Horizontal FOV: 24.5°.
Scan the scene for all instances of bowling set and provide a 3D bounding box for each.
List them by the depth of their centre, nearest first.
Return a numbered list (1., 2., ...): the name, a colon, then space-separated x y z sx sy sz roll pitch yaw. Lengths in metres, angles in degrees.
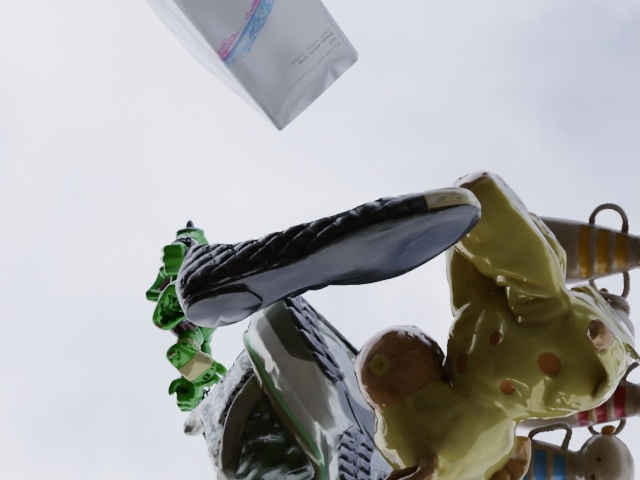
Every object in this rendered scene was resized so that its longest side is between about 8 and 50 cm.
1. bowling set: 0.177 0.122 1.055 0.154 0.200 0.286 0 -84 22

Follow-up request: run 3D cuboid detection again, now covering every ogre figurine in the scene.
1. ogre figurine: -0.132 0.064 1.496 0.097 0.197 0.118 -16 -148 15

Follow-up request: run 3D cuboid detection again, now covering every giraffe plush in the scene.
1. giraffe plush: 0.099 0.082 0.913 0.170 0.181 0.210 -39 -126 10

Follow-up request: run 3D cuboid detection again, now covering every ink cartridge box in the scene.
1. ink cartridge box: -0.084 -0.200 1.081 0.093 0.212 0.154 -44 -135 -2

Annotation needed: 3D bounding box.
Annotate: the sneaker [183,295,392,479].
1. sneaker: -0.013 0.214 1.090 0.182 0.158 0.410 -42 -150 14

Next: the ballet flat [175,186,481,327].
1. ballet flat: 0.000 0.000 0.780 0.173 0.057 0.049 -17 -126 15
